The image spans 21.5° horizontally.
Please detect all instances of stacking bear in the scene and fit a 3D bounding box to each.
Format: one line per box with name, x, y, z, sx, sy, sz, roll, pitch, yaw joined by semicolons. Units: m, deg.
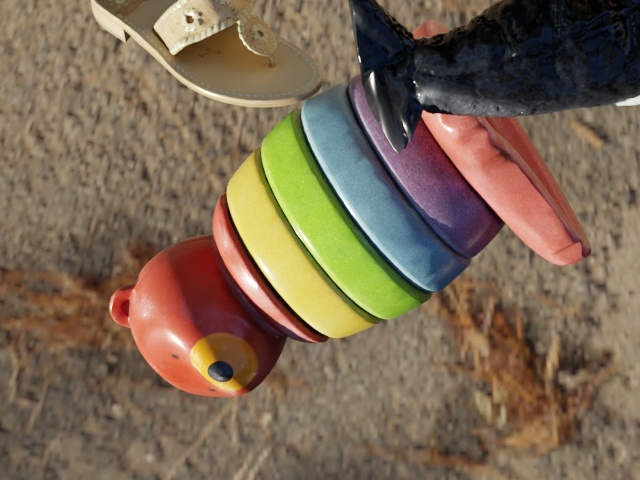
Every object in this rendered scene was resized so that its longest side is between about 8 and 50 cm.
stacking bear;0.000;0.000;1.107;0.289;0.164;0.175;-35;127;13

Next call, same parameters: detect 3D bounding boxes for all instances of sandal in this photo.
sandal;-0.104;-0.187;1.369;0.240;0.088;0.079;29;144;31

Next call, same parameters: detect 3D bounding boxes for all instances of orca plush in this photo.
orca plush;0.156;-0.141;0.851;0.287;0.151;0.102;-7;160;-6
